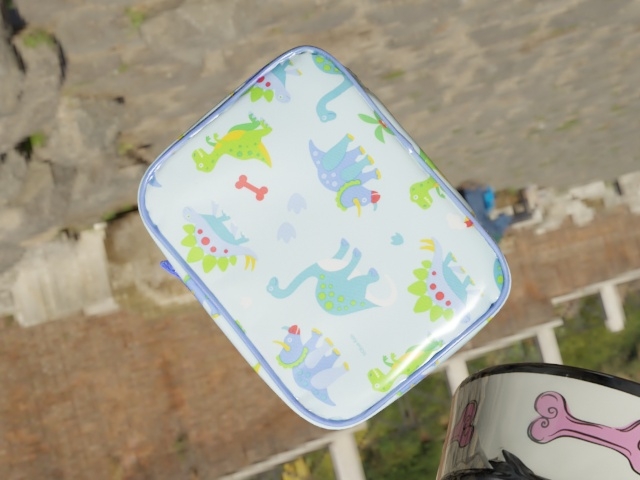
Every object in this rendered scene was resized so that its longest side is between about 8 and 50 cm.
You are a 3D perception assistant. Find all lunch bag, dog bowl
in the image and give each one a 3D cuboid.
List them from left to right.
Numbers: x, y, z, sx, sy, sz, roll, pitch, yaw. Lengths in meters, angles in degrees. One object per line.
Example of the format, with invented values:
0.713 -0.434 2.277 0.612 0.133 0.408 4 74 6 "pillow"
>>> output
0.000 0.000 0.769 0.176 0.219 0.090 -41 174 5 "lunch bag"
0.274 0.289 1.081 0.408 0.408 0.150 -22 -148 59 "dog bowl"
